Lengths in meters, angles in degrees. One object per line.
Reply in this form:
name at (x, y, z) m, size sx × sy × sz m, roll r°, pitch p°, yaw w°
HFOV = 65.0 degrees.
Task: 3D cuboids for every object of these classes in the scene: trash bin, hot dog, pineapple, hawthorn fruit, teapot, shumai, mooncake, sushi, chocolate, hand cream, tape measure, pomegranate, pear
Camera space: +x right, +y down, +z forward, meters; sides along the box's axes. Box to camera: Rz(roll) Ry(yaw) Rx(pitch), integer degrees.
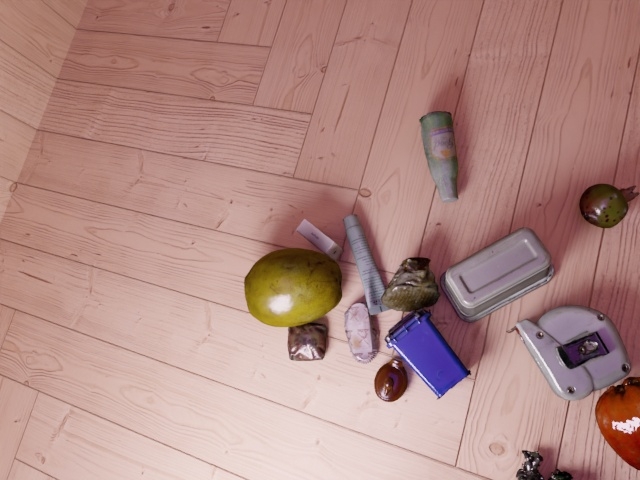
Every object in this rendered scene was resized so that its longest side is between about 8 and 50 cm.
trash bin at (0.308, 0.321, 1.443) m, size 0.162 × 0.184 × 0.234 m, roll -40°, pitch 74°, yaw 6°
hot dog at (0.128, 0.289, 1.569) m, size 0.099 × 0.053 × 0.192 m, roll -13°, pitch 76°, yaw 15°
pineapple at (0.550, 0.657, 1.328) m, size 0.108 × 0.108 × 0.197 m, roll 14°, pitch 72°, yaw 20°
hawthorn fruit at (0.813, 0.468, 1.233) m, size 0.224 × 0.224 × 0.260 m, roll -26°, pitch 82°, yaw 10°
teapot at (0.210, 0.417, 1.496) m, size 0.098 × 0.078 × 0.129 m, roll 20°, pitch 83°, yaw 20°
shumai at (0.262, 0.123, 1.529) m, size 0.184 × 0.184 × 0.141 m, roll -13°, pitch 50°, yaw 14°
mooncake at (-0.043, 0.321, 1.602) m, size 0.130 × 0.073 × 0.125 m, roll -5°, pitch 74°, yaw 14°
sushi at (0.624, 0.646, 1.310) m, size 0.056 × 0.083 × 0.084 m, roll 14°, pitch 83°, yaw 21°
chocolate at (0.389, -0.264, 1.602) m, size 0.110 × 0.110 × 0.291 m, roll -10°, pitch 76°, yaw 15°
hand cream at (0.146, 0.071, 1.609) m, size 0.085 × 0.058 × 0.331 m, roll -11°, pitch 69°, yaw -21°
tape measure at (0.680, 0.291, 1.357) m, size 0.246 × 0.125 × 0.243 m, roll -30°, pitch 69°, yaw 9°
pomegranate at (0.810, -0.112, 1.424) m, size 0.129 × 0.129 × 0.159 m, roll 34°, pitch 69°, yaw 21°
pear at (-0.085, 0.150, 1.568) m, size 0.307 × 0.253 × 0.252 m, roll -3°, pitch 75°, yaw 2°

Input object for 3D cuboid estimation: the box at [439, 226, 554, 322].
box at (0.503, 0.091, 1.432) m, size 0.312 × 0.182 × 0.175 m, roll -30°, pitch 70°, yaw 7°

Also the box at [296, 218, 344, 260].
box at (0.000, 0.000, 1.636) m, size 0.130 × 0.129 × 0.051 m, roll 38°, pitch 90°, yaw 21°
